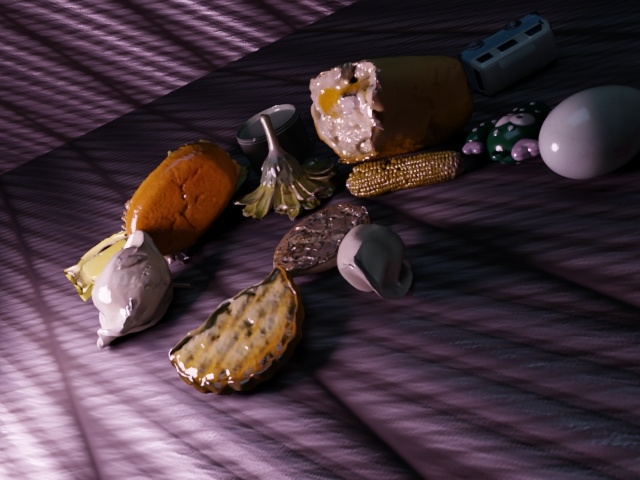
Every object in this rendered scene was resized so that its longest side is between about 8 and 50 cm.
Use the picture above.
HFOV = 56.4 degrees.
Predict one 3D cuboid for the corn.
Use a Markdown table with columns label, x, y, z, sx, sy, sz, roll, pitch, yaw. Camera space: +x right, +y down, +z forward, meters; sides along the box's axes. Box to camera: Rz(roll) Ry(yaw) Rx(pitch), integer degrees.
| label | x | y | z | sx | sy | sz | roll | pitch | yaw |
| --- | --- | --- | --- | --- | --- | --- | --- | --- | --- |
| corn | 0.212 | -0.174 | 1.554 | 0.320 | 0.097 | 0.097 | -8 | 37 | 26 |

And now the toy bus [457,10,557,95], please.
| label | x | y | z | sx | sy | sz | roll | pitch | yaw |
| --- | --- | --- | --- | --- | --- | --- | --- | --- | --- |
| toy bus | 0.573 | -0.553 | 1.787 | 0.272 | 0.133 | 0.164 | -29 | 36 | 3 |

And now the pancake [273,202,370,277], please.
| label | x | y | z | sx | sy | sz | roll | pitch | yaw |
| --- | --- | --- | --- | --- | --- | --- | --- | --- | --- |
| pancake | 0.000 | -0.001 | 1.506 | 0.283 | 0.049 | 0.282 | -19 | 32 | 13 |

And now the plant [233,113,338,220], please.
| label | x | y | z | sx | sy | sz | roll | pitch | yaw |
| --- | --- | --- | --- | --- | --- | --- | --- | --- | --- |
| plant | -0.084 | -0.187 | 1.715 | 0.261 | 0.296 | 0.306 | 32 | 43 | 21 |

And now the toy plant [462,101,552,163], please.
| label | x | y | z | sx | sy | sz | roll | pitch | yaw |
| --- | --- | --- | --- | --- | --- | --- | --- | --- | --- |
| toy plant | 0.481 | -0.256 | 1.445 | 0.243 | 0.112 | 0.232 | -29 | 26 | -13 |

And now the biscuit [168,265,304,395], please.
| label | x | y | z | sx | sy | sz | roll | pitch | yaw |
| --- | --- | --- | --- | --- | --- | --- | --- | --- | --- |
| biscuit | -0.184 | 0.208 | 1.327 | 0.335 | 0.078 | 0.329 | -18 | 36 | 16 |

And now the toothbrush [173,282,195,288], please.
| label | x | y | z | sx | sy | sz | roll | pitch | yaw |
| --- | --- | --- | --- | --- | --- | --- | --- | --- | --- |
| toothbrush | -0.460 | 0.125 | 1.699 | 0.295 | 0.026 | 0.028 | -5 | 57 | 33 |

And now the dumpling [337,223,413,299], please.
| label | x | y | z | sx | sy | sz | roll | pitch | yaw |
| --- | --- | --- | --- | --- | --- | --- | --- | --- | --- |
| dumpling | 0.119 | 0.041 | 1.282 | 0.132 | 0.163 | 0.250 | -56 | 8 | 26 |

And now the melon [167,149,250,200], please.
| label | x | y | z | sx | sy | sz | roll | pitch | yaw |
| --- | --- | --- | --- | --- | --- | --- | --- | --- | --- |
| melon | -0.419 | -0.205 | 1.979 | 0.331 | 0.226 | 0.343 | -41 | 20 | -1 |

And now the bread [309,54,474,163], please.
| label | x | y | z | sx | sy | sz | roll | pitch | yaw |
| --- | --- | --- | --- | --- | --- | --- | --- | --- | --- |
| bread | 0.204 | -0.343 | 1.592 | 0.395 | 0.250 | 0.361 | -9 | 9 | -26 |

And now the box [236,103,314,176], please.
| label | x | y | z | sx | sy | sz | roll | pitch | yaw |
| --- | --- | --- | --- | --- | --- | --- | --- | --- | --- |
| box | -0.151 | -0.338 | 2.013 | 0.226 | 0.149 | 0.226 | -19 | 33 | 13 |

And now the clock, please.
| label | x | y | z | sx | sy | sz | roll | pitch | yaw |
| --- | --- | --- | --- | --- | --- | --- | --- | --- | --- |
| clock | -0.643 | 0.073 | 1.869 | 0.294 | 0.071 | 0.277 | -34 | 33 | -14 |

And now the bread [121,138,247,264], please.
| label | x | y | z | sx | sy | sz | roll | pitch | yaw |
| --- | --- | --- | --- | --- | --- | --- | --- | --- | --- |
| bread | -0.408 | -0.115 | 1.731 | 0.388 | 0.236 | 0.183 | -55 | 16 | -1 |

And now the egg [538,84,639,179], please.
| label | x | y | z | sx | sy | sz | roll | pitch | yaw |
| --- | --- | --- | --- | --- | --- | --- | --- | --- | --- |
| egg | 0.587 | -0.233 | 1.264 | 0.264 | 0.182 | 0.183 | -28 | 31 | -13 |

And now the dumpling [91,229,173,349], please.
| label | x | y | z | sx | sy | sz | roll | pitch | yaw |
| --- | --- | --- | --- | --- | --- | --- | --- | --- | --- |
| dumpling | -0.509 | 0.144 | 1.597 | 0.243 | 0.187 | 0.318 | -38 | 38 | 40 |
